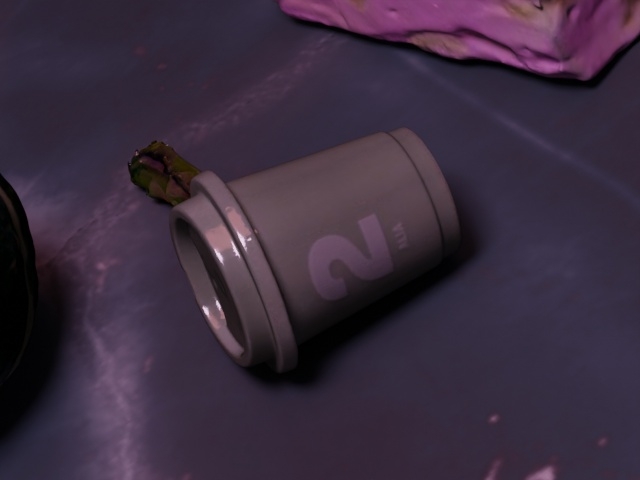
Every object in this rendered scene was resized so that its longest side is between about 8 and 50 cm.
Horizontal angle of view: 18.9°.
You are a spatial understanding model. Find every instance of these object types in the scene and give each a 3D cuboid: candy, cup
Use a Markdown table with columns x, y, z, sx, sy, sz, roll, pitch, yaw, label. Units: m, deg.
| x | y | z | sx | sy | sz | roll | pitch | yaw | label |
| --- | --- | --- | --- | --- | --- | --- | --- | --- | --- |
| 0.088 | -0.203 | 1.210 | 0.265 | 0.116 | 0.155 | 19 | 60 | 41 | candy |
| 0.000 | 0.000 | 1.064 | 0.141 | 0.120 | 0.120 | -23 | 39 | -15 | cup |

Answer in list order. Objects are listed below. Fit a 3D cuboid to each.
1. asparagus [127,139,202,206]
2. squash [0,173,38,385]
| x | y | z | sx | sy | sz | roll | pitch | yaw | label |
| --- | --- | --- | --- | --- | --- | --- | --- | --- | --- |
| -0.070 | -0.019 | 1.174 | 0.036 | 0.030 | 0.165 | -30 | 39 | -17 | asparagus |
| -0.287 | 0.026 | 1.106 | 0.252 | 0.165 | 0.252 | -3 | 14 | 1 | squash |
